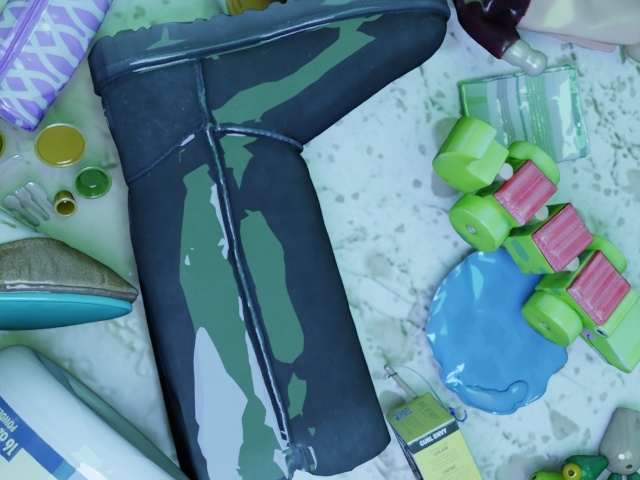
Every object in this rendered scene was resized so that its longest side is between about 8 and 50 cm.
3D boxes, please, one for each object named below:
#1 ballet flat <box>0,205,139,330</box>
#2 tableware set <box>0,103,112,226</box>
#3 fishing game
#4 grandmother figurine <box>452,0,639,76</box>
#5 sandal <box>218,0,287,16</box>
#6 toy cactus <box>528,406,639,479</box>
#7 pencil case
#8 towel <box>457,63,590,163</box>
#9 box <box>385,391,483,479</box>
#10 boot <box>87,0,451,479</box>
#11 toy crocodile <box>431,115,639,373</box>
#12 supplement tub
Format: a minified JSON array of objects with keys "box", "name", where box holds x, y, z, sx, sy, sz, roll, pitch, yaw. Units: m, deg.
[{"box":[-0.344,0.031,0.788,0.342,0.116,0.124,-9,71,-13],"name":"ballet flat"},{"box":[-0.266,-0.075,0.794,0.104,0.024,0.154,-32,132,3],"name":"tableware set"},{"box":[0.199,0.099,0.974,0.189,0.041,0.264,42,77,-15],"name":"fishing game"},{"box":[0.217,-0.274,0.973,0.342,0.104,0.208,7,58,-14],"name":"grandmother figurine"},{"box":[-0.003,-0.316,0.859,0.265,0.076,0.102,-52,143,10],"name":"sandal"},{"box":[0.332,0.277,0.982,0.218,0.112,0.181,22,71,-6],"name":"toy cactus"},{"box":[-0.259,-0.205,0.824,0.086,0.088,0.206,25,81,-6],"name":"pencil case"},{"box":[0.237,-0.140,1.005,0.151,0.023,0.113,-11,90,-17],"name":"towel"},{"box":[0.146,0.279,0.907,0.058,0.087,0.232,-27,104,-7],"name":"box"},{"box":[-0.002,0.001,0.857,0.366,0.146,0.446,-14,87,-7],"name":"boot"},{"box":[0.243,0.006,0.916,0.115,0.105,0.340,-44,103,-15],"name":"toy crocodile"},{"box":[-0.278,0.275,0.716,0.235,0.235,0.325,43,76,-11],"name":"supplement tub"}]
